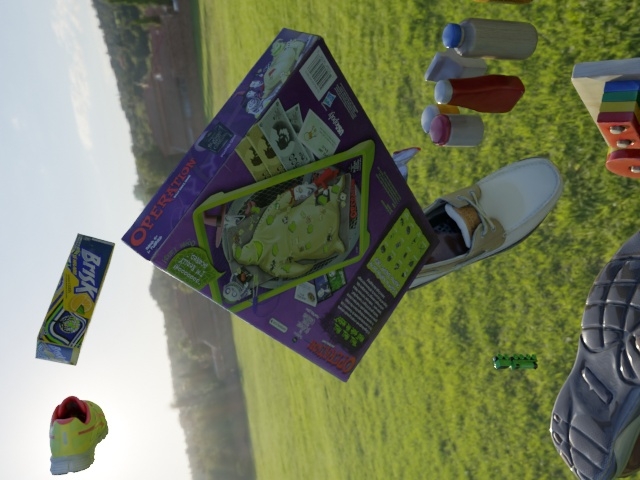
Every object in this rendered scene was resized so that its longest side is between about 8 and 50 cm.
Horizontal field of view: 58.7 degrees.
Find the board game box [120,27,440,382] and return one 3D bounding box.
[{"bbox_3d":[0.000,0.000,0.547,0.056,0.208,0.347,24,167,35],"label":"board game box"}]

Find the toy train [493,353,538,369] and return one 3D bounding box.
[{"bbox_3d":[0.307,0.190,0.889,0.017,0.083,0.024,120,148,-47],"label":"toy train"}]

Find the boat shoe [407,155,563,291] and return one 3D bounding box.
[{"bbox_3d":[0.212,-0.019,0.815,0.113,0.302,0.103,57,-169,16],"label":"boat shoe"}]

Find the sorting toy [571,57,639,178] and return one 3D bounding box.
[{"bbox_3d":[0.514,-0.157,0.800,0.257,0.255,0.090,9,80,41],"label":"sorting toy"}]

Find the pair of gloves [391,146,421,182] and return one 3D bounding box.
[{"bbox_3d":[0.049,-0.072,0.811,0.198,0.159,0.023,-7,126,45],"label":"pair of gloves"}]

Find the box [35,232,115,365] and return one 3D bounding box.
[{"bbox_3d":[-0.326,0.076,0.763,0.059,0.054,0.169,126,154,-47],"label":"box"}]

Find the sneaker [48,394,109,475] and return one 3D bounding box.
[{"bbox_3d":[-0.389,0.287,0.913,0.208,0.081,0.094,-167,70,-70],"label":"sneaker"}]

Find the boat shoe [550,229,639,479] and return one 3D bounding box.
[{"bbox_3d":[0.343,0.116,0.583,0.123,0.116,0.325,-107,21,-56],"label":"boat shoe"}]

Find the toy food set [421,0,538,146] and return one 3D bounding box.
[{"bbox_3d":[0.154,-0.189,0.646,0.232,0.104,0.111,118,144,-56],"label":"toy food set"}]
